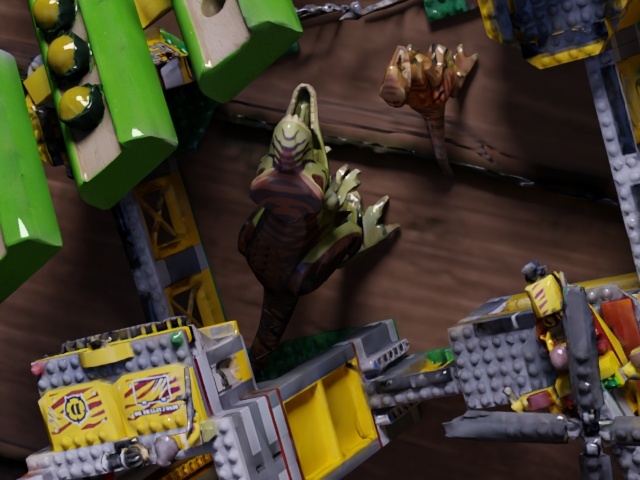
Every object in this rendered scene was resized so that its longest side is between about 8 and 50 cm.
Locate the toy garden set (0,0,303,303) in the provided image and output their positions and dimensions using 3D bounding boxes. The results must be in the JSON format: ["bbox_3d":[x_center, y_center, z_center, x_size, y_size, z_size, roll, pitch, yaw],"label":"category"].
[{"bbox_3d":[-0.134,-0.088,0.790,0.244,0.049,0.204,-39,50,25],"label":"toy garden set"}]

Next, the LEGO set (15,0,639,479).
[{"bbox_3d":[0.000,0.000,0.757,0.331,0.192,0.255,-4,100,26],"label":"LEGO set"}]
